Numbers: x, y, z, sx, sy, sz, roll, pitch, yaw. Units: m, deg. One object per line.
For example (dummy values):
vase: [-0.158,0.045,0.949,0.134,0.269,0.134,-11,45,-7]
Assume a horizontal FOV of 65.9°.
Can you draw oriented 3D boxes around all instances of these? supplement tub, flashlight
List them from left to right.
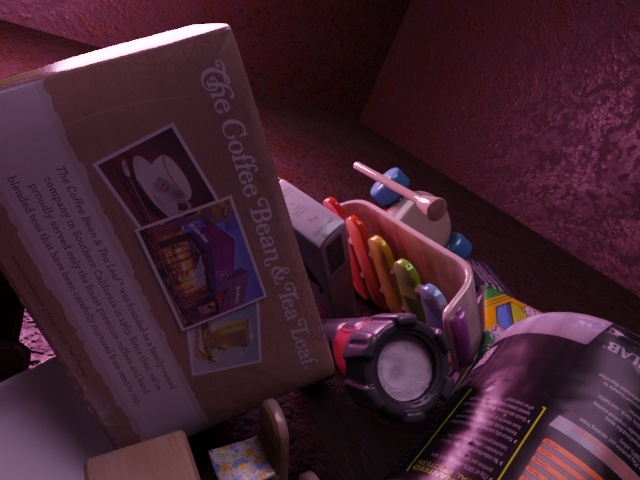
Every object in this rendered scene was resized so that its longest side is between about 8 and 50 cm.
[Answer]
flashlight: [0.031,0.139,0.583,0.103,0.103,0.304,26,-18,-13]
supplement tub: [0.170,0.233,0.419,0.207,0.207,0.338,36,55,27]

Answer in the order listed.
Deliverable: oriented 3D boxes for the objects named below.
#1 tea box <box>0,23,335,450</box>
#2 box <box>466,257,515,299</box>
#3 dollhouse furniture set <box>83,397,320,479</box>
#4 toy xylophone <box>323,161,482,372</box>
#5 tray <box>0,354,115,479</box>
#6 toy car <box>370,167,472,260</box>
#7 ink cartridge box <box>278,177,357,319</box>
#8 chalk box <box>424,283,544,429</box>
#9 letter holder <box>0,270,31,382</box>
tea box: [-0.165,-0.031,0.522,0.220,0.328,0.323,-21,27,-11]
box: [0.290,0.103,1.088,0.207,0.108,0.153,17,24,-15]
dollhouse furniture set: [-0.087,0.193,0.276,0.212,0.160,0.242,-10,30,-25]
toy xylophone: [0.100,0.022,0.691,0.081,0.236,0.323,-33,30,-15]
tray: [-0.265,0.198,0.355,0.270,0.030,0.145,-29,97,-63]
toy car: [0.125,0.014,0.986,0.219,0.238,0.210,44,64,-12]
ink cartridge box: [-0.052,0.007,0.793,0.239,0.275,0.060,36,67,28]
chalk box: [0.274,0.223,0.716,0.179,0.180,0.289,27,24,8]
letter holder: [-0.399,0.049,0.379,0.302,0.214,0.152,6,28,-38]
